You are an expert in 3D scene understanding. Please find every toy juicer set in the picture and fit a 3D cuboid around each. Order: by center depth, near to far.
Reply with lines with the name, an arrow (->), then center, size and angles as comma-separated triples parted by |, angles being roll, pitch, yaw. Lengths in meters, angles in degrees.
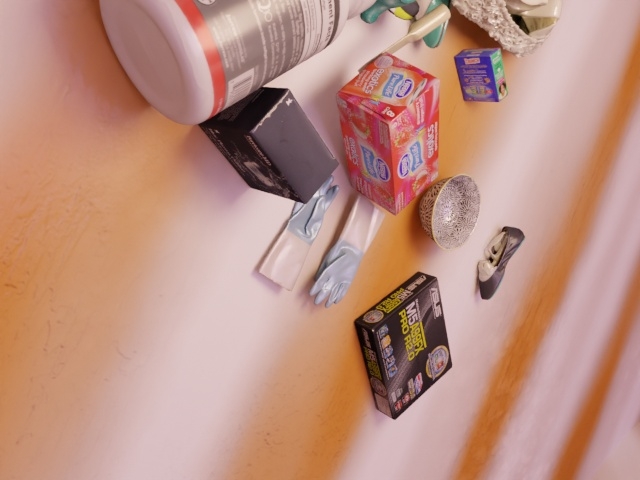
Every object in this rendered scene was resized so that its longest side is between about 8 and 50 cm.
toy juicer set -> 0.153, -0.437, 0.946 | 0.209, 0.089, 0.329 | -27, 154, -23

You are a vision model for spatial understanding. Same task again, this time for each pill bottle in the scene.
pill bottle -> -0.092, -0.330, 0.823 | 0.363, 0.210, 0.210 | -39, 126, -27

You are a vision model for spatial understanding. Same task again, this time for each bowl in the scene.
bowl -> 0.270, -0.069, 1.312 | 0.170, 0.080, 0.170 | -15, 113, -38

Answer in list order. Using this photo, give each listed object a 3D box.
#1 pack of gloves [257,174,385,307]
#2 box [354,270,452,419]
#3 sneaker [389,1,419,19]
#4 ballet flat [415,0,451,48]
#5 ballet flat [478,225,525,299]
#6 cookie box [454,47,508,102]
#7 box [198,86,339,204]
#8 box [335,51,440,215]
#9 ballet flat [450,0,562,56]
pack of gloves -> 0.000, 0.000, 1.136 | 0.195, 0.046, 0.232 | 34, 77, -31
box -> 0.196, 0.238, 1.357 | 0.216, 0.060, 0.269 | -32, 122, -30
sneaker -> 0.103, -0.498, 0.981 | 0.121, 0.111, 0.300 | -31, 132, 13
ballet flat -> 0.211, -0.497, 1.140 | 0.087, 0.083, 0.247 | 10, 97, -18
ballet flat -> 0.443, 0.051, 1.519 | 0.074, 0.074, 0.203 | 31, 88, -43
cookie box -> 0.346, -0.355, 1.282 | 0.040, 0.092, 0.107 | -43, 128, -27
box -> -0.081, -0.151, 0.923 | 0.093, 0.158, 0.156 | -52, 130, -17
box -> 0.125, -0.181, 1.060 | 0.128, 0.123, 0.256 | -43, 150, -17
ballet flat -> 0.398, -0.458, 1.186 | 0.409, 0.147, 0.146 | -4, 106, -49
